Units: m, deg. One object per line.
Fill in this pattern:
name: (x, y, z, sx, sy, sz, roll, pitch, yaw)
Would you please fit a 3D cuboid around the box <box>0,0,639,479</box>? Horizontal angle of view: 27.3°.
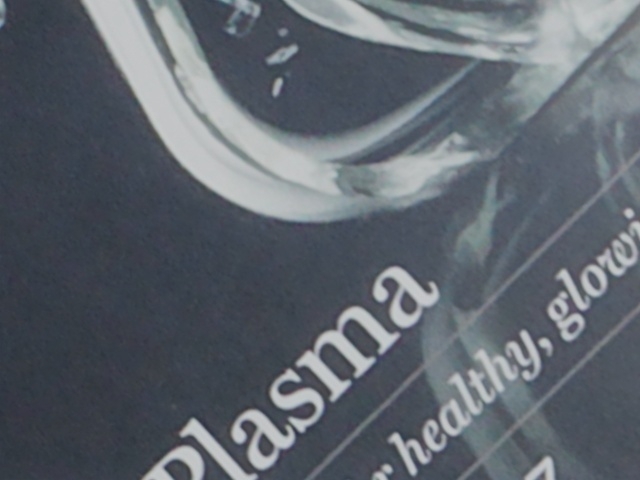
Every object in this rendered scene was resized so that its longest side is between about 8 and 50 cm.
box: (-0.005, -0.114, 0.506, 0.480, 0.297, 0.472, -46, 76, 6)
